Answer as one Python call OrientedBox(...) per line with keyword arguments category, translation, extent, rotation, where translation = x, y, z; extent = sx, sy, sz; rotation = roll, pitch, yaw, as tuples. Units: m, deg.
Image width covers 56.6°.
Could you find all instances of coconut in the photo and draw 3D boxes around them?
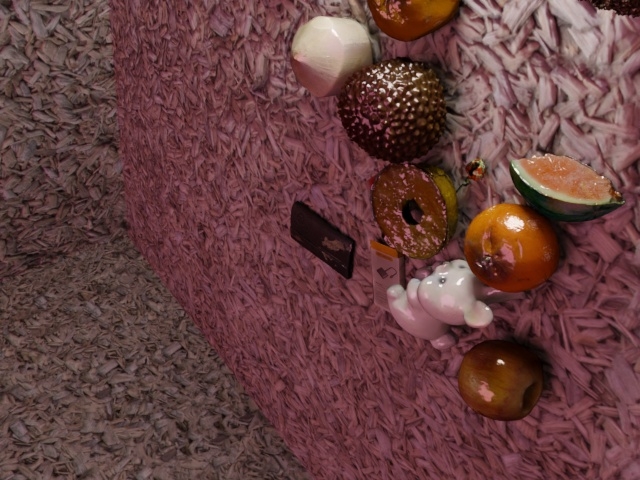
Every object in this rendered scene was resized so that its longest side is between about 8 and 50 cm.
OrientedBox(category="coconut", translation=(0.018, -0.500, 1.618), extent=(0.224, 0.234, 0.224), rotation=(39, 140, 42))

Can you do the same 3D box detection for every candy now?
OrientedBox(category="candy", translation=(0.371, -0.147, 1.527), extent=(0.184, 0.049, 0.055), rotation=(119, 159, -60))

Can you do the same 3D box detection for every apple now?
OrientedBox(category="apple", translation=(0.469, 0.364, 1.549), extent=(0.188, 0.211, 0.211), rotation=(19, 125, 48))

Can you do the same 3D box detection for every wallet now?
OrientedBox(category="wallet", translation=(0.000, 0.000, 2.133), extent=(0.321, 0.044, 0.170), rotation=(38, 136, 36))

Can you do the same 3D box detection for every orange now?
OrientedBox(category="orange", translation=(0.193, -0.579, 1.367), extent=(0.249, 0.183, 0.249), rotation=(30, 131, 41))
OrientedBox(category="orange", translation=(0.445, 0.019, 1.400), extent=(0.224, 0.170, 0.224), rotation=(35, 139, 38))

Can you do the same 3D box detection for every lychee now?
OrientedBox(category="lychee", translation=(0.181, -0.317, 1.482), extent=(0.267, 0.267, 0.267), rotation=(33, 135, 40))

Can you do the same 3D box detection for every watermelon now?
OrientedBox(category="watermelon", translation=(0.519, -0.088, 1.305), extent=(0.231, 0.128, 0.146), rotation=(42, 158, 29))

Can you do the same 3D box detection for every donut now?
OrientedBox(category="donut", translation=(0.260, -0.087, 1.594), extent=(0.272, 0.107, 0.272), rotation=(23, 125, 38))

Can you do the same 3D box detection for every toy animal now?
OrientedBox(category="toy animal", translation=(0.362, 0.174, 1.603), extent=(0.241, 0.196, 0.368), rotation=(59, 149, -2))

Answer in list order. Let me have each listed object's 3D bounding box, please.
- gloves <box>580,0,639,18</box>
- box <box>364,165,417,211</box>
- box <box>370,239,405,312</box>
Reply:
OrientedBox(category="gloves", translation=(0.561, -0.456, 0.967), extent=(0.312, 0.135, 0.210), rotation=(36, 137, 38))
OrientedBox(category="box", translation=(0.205, -0.135, 1.745), extent=(0.111, 0.060, 0.156), rotation=(-33, 81, 58))
OrientedBox(category="box", translation=(0.219, 0.120, 1.910), extent=(0.129, 0.033, 0.247), rotation=(26, 130, 46))
